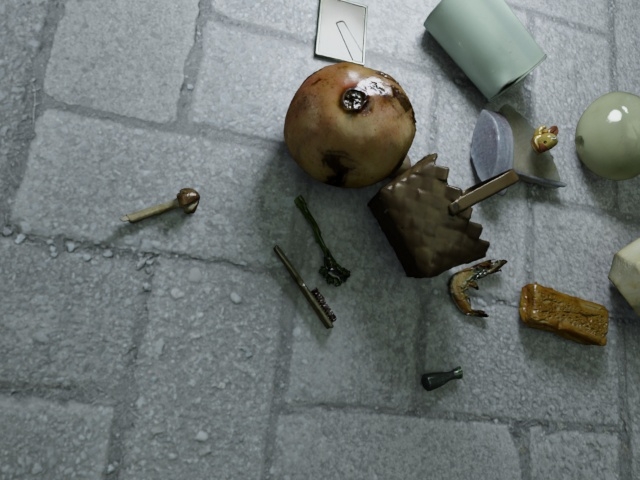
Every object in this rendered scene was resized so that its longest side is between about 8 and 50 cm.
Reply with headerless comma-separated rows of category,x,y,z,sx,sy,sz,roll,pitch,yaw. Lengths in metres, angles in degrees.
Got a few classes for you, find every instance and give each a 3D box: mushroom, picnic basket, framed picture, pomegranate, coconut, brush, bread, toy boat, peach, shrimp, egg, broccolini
mushroom,-0.374,-0.071,1.058,0.187,0.060,0.061,-23,85,-15
picnic basket,0.314,-0.072,1.131,0.321,0.254,0.291,-28,88,-7
framed picture,0.062,-0.610,1.296,0.150,0.015,0.203,7,77,-13
pomegranate,0.071,-0.276,1.101,0.322,0.322,0.322,3,79,-14
coconut,1.001,0.102,1.241,0.323,0.323,0.322,3,79,-14
brush,-0.037,0.112,1.119,0.036,0.043,0.248,-35,89,-25
bread,0.692,0.207,1.270,0.271,0.077,0.139,17,72,-12
toy boat,0.569,-0.268,1.327,0.294,0.111,0.275,-8,81,-29
peach,0.208,-0.207,1.223,0.083,0.083,0.083,3,79,-14
shrimp,0.453,0.136,1.241,0.195,0.035,0.147,-21,83,-10
egg,0.894,-0.314,1.350,0.219,0.219,0.269,-9,77,-16
broccolini,-0.006,0.004,1.158,0.058,0.071,0.254,-33,80,23

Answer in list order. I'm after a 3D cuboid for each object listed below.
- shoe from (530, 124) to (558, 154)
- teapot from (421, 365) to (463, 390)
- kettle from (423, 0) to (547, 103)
shoe,0.648,-0.296,1.289,0.109,0.069,0.072,-27,85,-49
teapot,0.321,0.358,1.164,0.111,0.043,0.042,-10,82,-18
kettle,0.485,-0.593,1.330,0.205,0.265,0.318,-41,91,14
